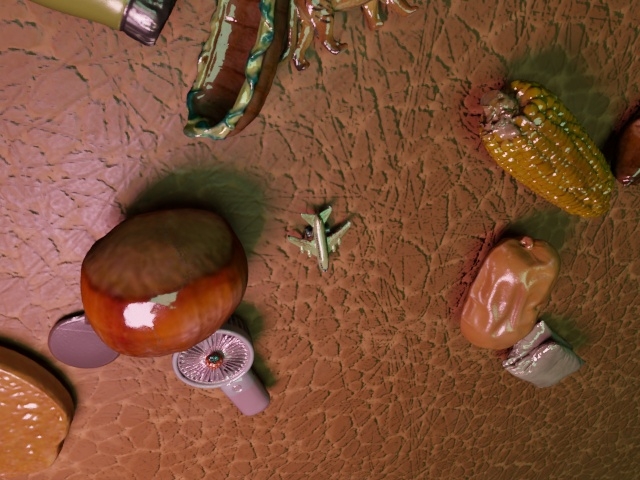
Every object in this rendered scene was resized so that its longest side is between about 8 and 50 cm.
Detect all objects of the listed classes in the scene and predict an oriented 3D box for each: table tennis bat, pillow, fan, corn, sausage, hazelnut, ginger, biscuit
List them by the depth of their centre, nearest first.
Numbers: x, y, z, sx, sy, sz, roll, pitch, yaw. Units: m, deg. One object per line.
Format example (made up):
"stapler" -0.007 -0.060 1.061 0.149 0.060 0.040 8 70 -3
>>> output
"hazelnut" -0.198 0.061 0.542 0.214 0.176 0.214 -12 124 -19
"table tennis bat" -0.347 0.163 0.594 0.107 0.119 0.170 13 116 -23
"biscuit" -0.583 0.274 0.626 0.351 0.057 0.312 -12 121 -11
"corn" 0.351 -0.130 0.629 0.321 0.119 0.119 31 107 -29
"ginger" 0.626 -0.197 0.679 0.309 0.107 0.133 -16 146 -8
"fan" -0.157 0.226 0.711 0.130 0.074 0.244 -26 124 -1
"sausage" 0.346 0.098 0.755 0.136 0.120 0.241 -3 120 -28
"pillow" 0.507 0.269 0.929 0.181 0.078 0.134 31 110 -32

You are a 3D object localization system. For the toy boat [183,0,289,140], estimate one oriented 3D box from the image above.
"toy boat" -0.086 -0.251 0.441 0.099 0.108 0.293 -10 126 -43

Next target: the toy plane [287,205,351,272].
"toy plane" 0.000 0.000 0.645 0.102 0.040 0.111 -11 123 -8

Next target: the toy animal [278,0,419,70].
"toy animal" 0.034 -0.289 0.485 0.241 0.057 0.099 -27 116 2

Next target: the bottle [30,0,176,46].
"bottle" -0.263 -0.278 0.365 0.260 0.112 0.112 26 109 -27
